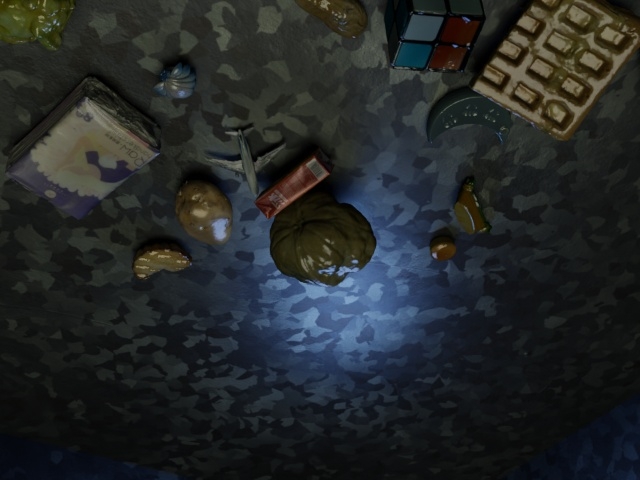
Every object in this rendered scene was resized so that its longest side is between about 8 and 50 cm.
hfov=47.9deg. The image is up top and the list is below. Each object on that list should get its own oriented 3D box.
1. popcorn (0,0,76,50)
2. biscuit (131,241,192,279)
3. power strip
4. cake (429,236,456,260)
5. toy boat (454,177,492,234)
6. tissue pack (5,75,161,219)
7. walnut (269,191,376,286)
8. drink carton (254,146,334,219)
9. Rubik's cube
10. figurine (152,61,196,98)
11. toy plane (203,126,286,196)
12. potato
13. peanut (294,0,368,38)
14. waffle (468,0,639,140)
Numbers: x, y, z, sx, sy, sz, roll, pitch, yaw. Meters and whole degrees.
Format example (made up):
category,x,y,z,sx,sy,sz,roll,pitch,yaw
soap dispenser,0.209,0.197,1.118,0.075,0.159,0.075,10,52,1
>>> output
category,x,y,z,sx,sy,sz,roll,pitch,yaw
popcorn,-0.635,-0.520,1.521,0.256,0.195,0.255,-3,132,23
biscuit,-0.485,0.048,2.186,0.183,0.061,0.118,-10,133,0
power strip,0.413,-0.329,1.922,0.253,0.054,0.167,-2,135,-3
cake,0.385,0.027,2.276,0.084,0.044,0.084,-5,135,-5
toy boat,0.457,-0.087,2.158,0.088,0.089,0.229,-45,134,-17
tissue pack,-0.603,-0.229,1.851,0.344,0.125,0.242,-33,129,24
walnut,0.002,-0.001,2.050,0.282,0.253,0.277,-42,148,19
drink carton,-0.072,-0.157,1.982,0.223,0.096,0.071,-36,102,19
Rubik's cube,0.253,-0.501,1.629,0.180,0.167,0.183,1,148,-7
figurine,-0.347,-0.388,1.772,0.114,0.079,0.114,-33,162,-12
toy plane,-0.198,-0.213,1.963,0.226,0.058,0.226,-10,138,2
potato,-0.330,-0.071,2.039,0.161,0.128,0.234,4,139,-4
peanut,0.025,-0.539,1.652,0.214,0.099,0.099,31,124,-24
waffle,0.578,-0.439,1.752,0.304,0.077,0.348,27,118,-10
